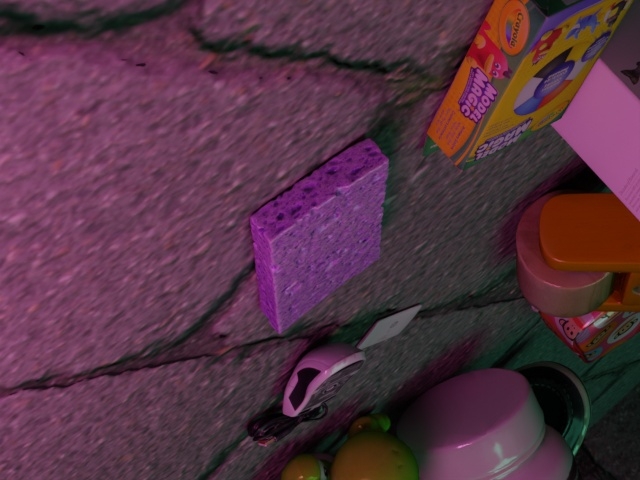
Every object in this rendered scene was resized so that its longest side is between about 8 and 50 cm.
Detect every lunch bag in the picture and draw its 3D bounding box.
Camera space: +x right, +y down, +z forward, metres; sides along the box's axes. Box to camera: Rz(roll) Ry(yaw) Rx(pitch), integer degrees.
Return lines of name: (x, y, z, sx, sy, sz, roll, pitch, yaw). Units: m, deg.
lunch bag: (0.416, 0.028, 1.999, 0.293, 0.120, 0.258, -41, 161, 3)

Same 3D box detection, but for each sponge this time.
sponge: (0.000, 0.000, 1.263, 0.117, 0.031, 0.210, -35, 161, -13)

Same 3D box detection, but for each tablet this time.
tablet: (0.074, 0.096, 1.671, 0.083, 0.006, 0.054, -18, 151, -50)

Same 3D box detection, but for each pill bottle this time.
pill bottle: (0.258, 0.383, 2.051, 0.224, 0.392, 0.224, -21, -160, 8)

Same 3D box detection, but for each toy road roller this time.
toy road roller: (0.382, -0.048, 1.716, 0.330, 0.240, 0.202, -3, 162, 6)

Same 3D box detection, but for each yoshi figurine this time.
yoshi figurine: (0.059, 0.328, 1.925, 0.203, 0.203, 0.362, -54, 161, -7)

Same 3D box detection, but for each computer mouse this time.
computer mouse: (-0.009, 0.149, 1.581, 0.106, 0.042, 0.193, -22, 160, -33)

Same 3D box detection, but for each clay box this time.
clay box: (0.169, -0.141, 1.230, 0.127, 0.053, 0.222, -28, 157, -31)

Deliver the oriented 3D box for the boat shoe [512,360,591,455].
boat shoe: (0.188, 0.363, 2.244, 0.500, 0.187, 0.156, -38, 168, 10)

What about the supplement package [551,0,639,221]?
supplement package: (0.282, -0.113, 1.312, 0.105, 0.179, 0.105, -30, 159, -28)
